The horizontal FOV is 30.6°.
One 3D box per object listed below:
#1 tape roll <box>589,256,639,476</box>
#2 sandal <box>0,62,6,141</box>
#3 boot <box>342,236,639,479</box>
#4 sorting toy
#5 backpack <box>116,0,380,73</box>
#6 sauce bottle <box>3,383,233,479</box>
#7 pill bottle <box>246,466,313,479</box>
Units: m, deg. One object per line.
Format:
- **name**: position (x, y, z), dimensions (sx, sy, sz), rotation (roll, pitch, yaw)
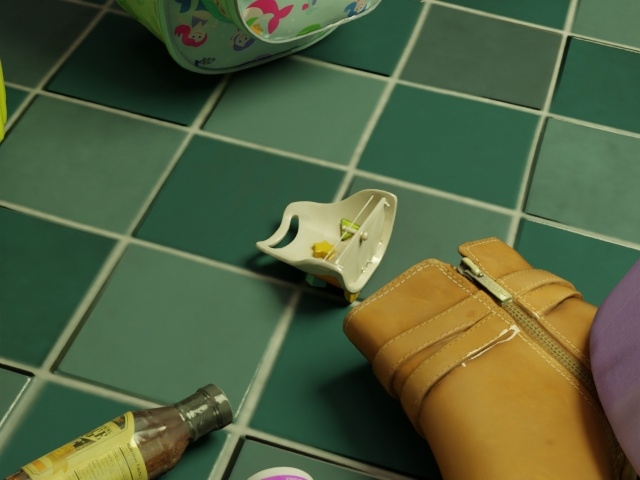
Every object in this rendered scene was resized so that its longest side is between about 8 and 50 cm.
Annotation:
- **tape roll**: position (0.277, 0.091, 0.597), dimensions (0.274, 0.090, 0.275), rotation (22, 34, -16)
- **sandal**: position (-0.281, -0.073, 0.758), dimensions (0.138, 0.126, 0.317), rotation (-3, 42, -4)
- **boot**: position (0.083, 0.101, 0.617), dimensions (0.283, 0.109, 0.220), rotation (-25, 53, -32)
- **sorting toy**: position (0.000, 0.000, 0.771), dimensions (0.075, 0.045, 0.083), rotation (17, 44, 22)
- **backpack**: position (-0.047, -0.249, 0.875), dimensions (0.225, 0.254, 0.191), rotation (-24, 55, -32)
- **sauce bottle**: position (-0.107, 0.117, 0.633), dimensions (0.128, 0.042, 0.042), rotation (-25, 52, -32)
- **pill bottle**: position (-0.017, 0.160, 0.594), dimensions (0.043, 0.043, 0.083), rotation (-4, 45, -11)
